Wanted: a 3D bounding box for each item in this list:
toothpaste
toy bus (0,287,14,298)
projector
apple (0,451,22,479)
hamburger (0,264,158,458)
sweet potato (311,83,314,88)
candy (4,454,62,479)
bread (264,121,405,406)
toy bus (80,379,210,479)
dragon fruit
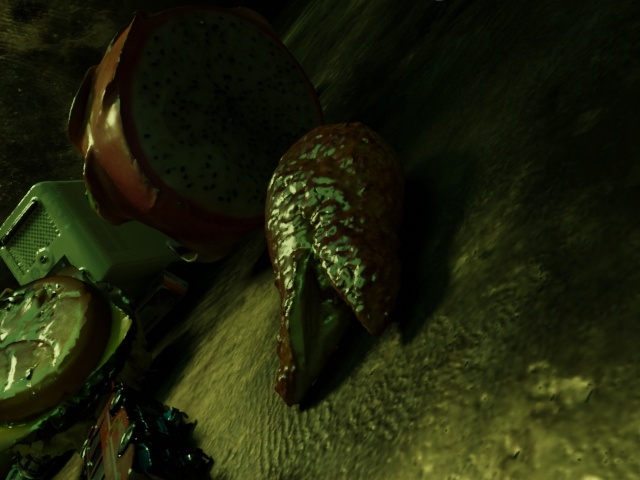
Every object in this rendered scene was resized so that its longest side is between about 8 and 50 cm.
[{"bbox_3d":[-0.265,0.122,1.197,0.196,0.047,0.040,-44,31,22],"label":"toothpaste"},{"bbox_3d":[-0.640,0.239,1.686,0.323,0.194,0.161,-31,26,49],"label":"toy bus"},{"bbox_3d":[-0.316,0.015,1.212,0.163,0.177,0.242,-42,-13,23],"label":"projector"},{"bbox_3d":[-0.555,0.237,1.255,0.319,0.319,0.277,-52,12,-3],"label":"apple"},{"bbox_3d":[-0.320,0.149,0.994,0.243,0.138,0.262,-41,46,-14],"label":"hamburger"},{"bbox_3d":[-0.058,-0.236,1.418,0.056,0.056,0.195,-58,13,-24],"label":"sweet potato"},{"bbox_3d":[-0.354,0.268,1.105,0.226,0.051,0.094,-44,6,15],"label":"candy"},{"bbox_3d":[0.005,-0.007,0.646,0.139,0.095,0.269,-50,18,31],"label":"bread"},{"bbox_3d":[-0.157,0.187,0.699,0.096,0.074,0.235,-60,17,-6],"label":"toy bus"},{"bbox_3d":[-0.154,-0.118,0.960,0.189,0.291,0.290,-26,29,49],"label":"dragon fruit"}]
